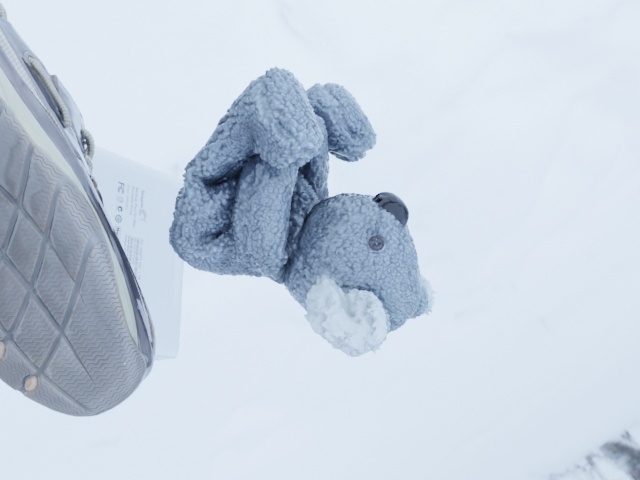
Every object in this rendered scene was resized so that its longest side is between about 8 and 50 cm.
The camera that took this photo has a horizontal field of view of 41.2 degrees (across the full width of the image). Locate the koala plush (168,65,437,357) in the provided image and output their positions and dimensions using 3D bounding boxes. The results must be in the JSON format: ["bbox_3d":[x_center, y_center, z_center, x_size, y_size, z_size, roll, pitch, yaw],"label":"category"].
[{"bbox_3d":[0.000,0.000,0.735,0.203,0.221,0.196,-48,170,18],"label":"koala plush"}]

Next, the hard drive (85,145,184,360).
[{"bbox_3d":[-0.256,-0.004,0.823,0.040,0.202,0.308,-12,160,36],"label":"hard drive"}]

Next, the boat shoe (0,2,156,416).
[{"bbox_3d":[-0.201,-0.058,0.556,0.132,0.355,0.130,-28,-178,23],"label":"boat shoe"}]
